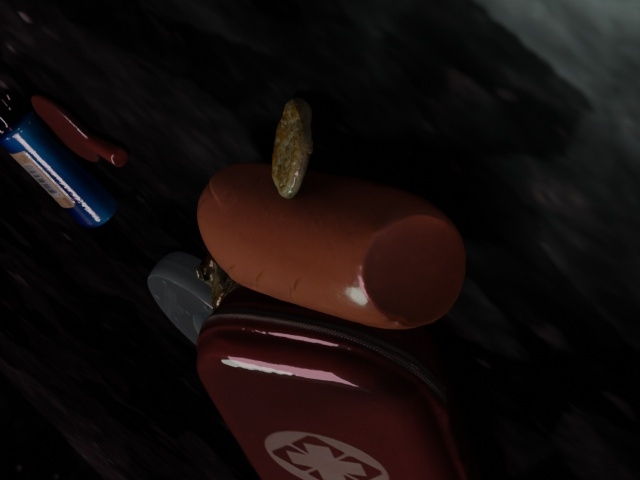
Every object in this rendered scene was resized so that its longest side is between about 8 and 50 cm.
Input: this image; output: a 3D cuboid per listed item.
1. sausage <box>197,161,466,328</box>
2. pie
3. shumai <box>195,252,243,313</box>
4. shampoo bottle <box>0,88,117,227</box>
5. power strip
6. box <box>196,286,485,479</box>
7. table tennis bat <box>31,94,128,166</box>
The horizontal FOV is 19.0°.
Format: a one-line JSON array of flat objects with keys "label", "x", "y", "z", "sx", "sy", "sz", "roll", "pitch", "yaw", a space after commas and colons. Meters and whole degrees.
[{"label": "sausage", "x": 0.000, "y": 0.000, "z": 1.653, "sx": 0.121, "sy": 0.121, "sz": 0.304, "roll": 50, "pitch": 161, "yaw": -28}, {"label": "pie", "x": -0.023, "y": -0.079, "z": 1.598, "sx": 0.017, "sy": 0.085, "sz": 0.085, "roll": 6, "pitch": 172, "yaw": -20}, {"label": "shumai", "x": -0.080, "y": 0.046, "z": 1.986, "sx": 0.087, "sy": 0.099, "sz": 0.124, "roll": 50, "pitch": 158, "yaw": 33}, {"label": "shampoo bottle", "x": -0.310, "y": -0.092, "z": 2.168, "sx": 0.183, "sy": 0.050, "sz": 0.087, "roll": 47, "pitch": 165, "yaw": -22}, {"label": "power strip", "x": -0.140, "y": 0.078, "z": 2.238, "sx": 0.137, "sy": 0.044, "sz": 0.216, "roll": 38, "pitch": 162, "yaw": 8}, {"label": "box", "x": 0.025, "y": 0.183, "z": 1.959, "sx": 0.263, "sy": 0.108, "sz": 0.404, "roll": 7, "pitch": 149, "yaw": 22}, {"label": "table tennis bat", "x": -0.261, "y": -0.113, "z": 2.075, "sx": 0.155, "sy": 0.019, "sz": 0.098, "roll": 27, "pitch": 157, "yaw": 42}]
